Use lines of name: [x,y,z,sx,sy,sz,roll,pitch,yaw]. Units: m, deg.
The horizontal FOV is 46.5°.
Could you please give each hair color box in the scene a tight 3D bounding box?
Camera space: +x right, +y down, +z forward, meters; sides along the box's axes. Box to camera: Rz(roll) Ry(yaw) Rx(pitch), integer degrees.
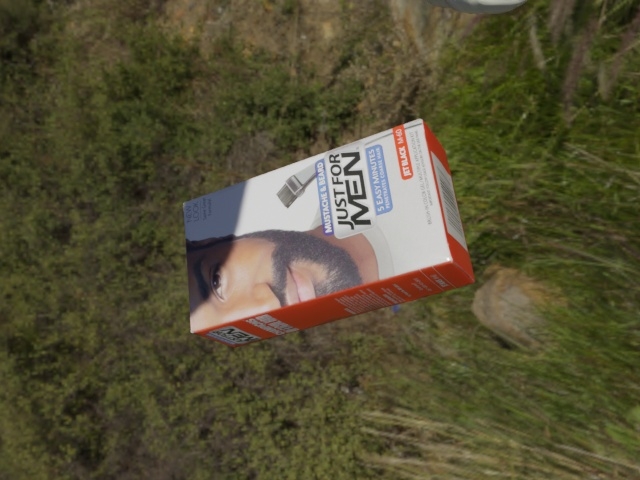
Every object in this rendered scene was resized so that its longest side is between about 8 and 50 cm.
hair color box: [0.000,0.000,0.460,0.167,0.053,0.093,-18,65,21]

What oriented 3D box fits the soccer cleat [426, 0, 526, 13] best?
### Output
soccer cleat: [0.049,-0.176,0.422,0.068,0.196,0.076,-52,29,31]
